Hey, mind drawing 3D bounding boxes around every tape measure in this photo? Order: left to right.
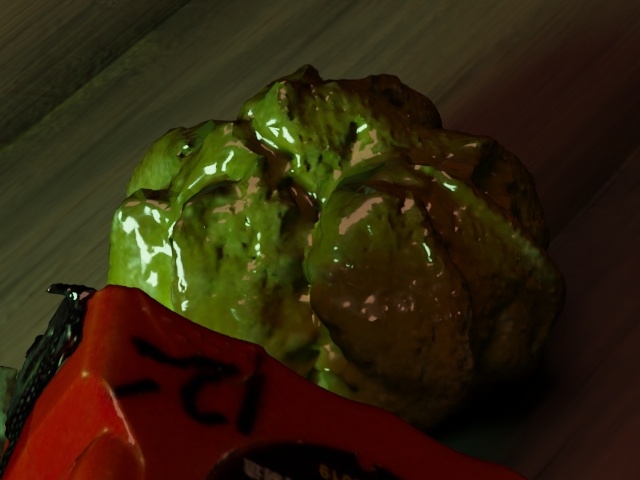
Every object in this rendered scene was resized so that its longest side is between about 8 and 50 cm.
[{"bbox_3d":[-0.016,0.155,0.578,0.114,0.253,0.260,-54,19,30],"label":"tape measure"}]

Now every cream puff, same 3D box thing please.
[{"bbox_3d":[0.002,0.011,0.811,0.244,0.196,0.244,-23,7,3],"label":"cream puff"}]

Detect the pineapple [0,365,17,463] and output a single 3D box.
[{"bbox_3d":[-0.147,0.182,0.687,0.175,0.175,0.361,-19,34,9],"label":"pineapple"}]
